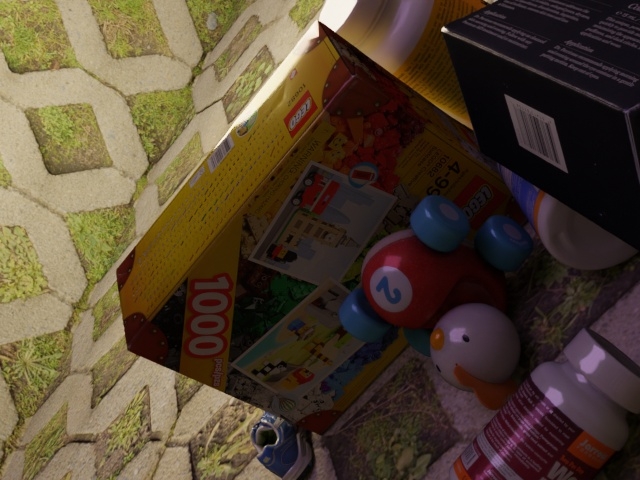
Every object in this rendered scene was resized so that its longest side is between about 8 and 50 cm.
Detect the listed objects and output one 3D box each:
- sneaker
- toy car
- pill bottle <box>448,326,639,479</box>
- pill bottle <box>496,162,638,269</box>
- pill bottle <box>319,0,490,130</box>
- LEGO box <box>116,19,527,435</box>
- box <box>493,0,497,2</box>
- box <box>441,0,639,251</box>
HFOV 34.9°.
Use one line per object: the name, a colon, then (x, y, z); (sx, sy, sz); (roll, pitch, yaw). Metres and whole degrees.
sneaker: (-0.066, 0.295, 1.620); (0.080, 0.081, 0.211); (-52, 23, 16)
toy car: (0.168, 0.108, 1.288); (0.219, 0.210, 0.238); (-54, 35, 32)
pill bottle: (0.248, 0.208, 1.085); (0.221, 0.121, 0.121); (-52, 25, 12)
pill bottle: (0.312, -0.092, 1.295); (0.152, 0.152, 0.272); (-48, 25, 18)
pill bottle: (0.173, -0.301, 1.561); (0.188, 0.334, 0.188); (-46, 31, 39)
LEGO box: (0.000, 0.000, 1.480); (0.500, 0.372, 0.193); (-49, 33, 19)
box: (0.338, -0.405, 1.683); (0.186, 0.038, 0.145); (126, 159, -60)
box: (0.360, -0.182, 1.081); (0.312, 0.179, 0.343); (-29, 32, -9)
